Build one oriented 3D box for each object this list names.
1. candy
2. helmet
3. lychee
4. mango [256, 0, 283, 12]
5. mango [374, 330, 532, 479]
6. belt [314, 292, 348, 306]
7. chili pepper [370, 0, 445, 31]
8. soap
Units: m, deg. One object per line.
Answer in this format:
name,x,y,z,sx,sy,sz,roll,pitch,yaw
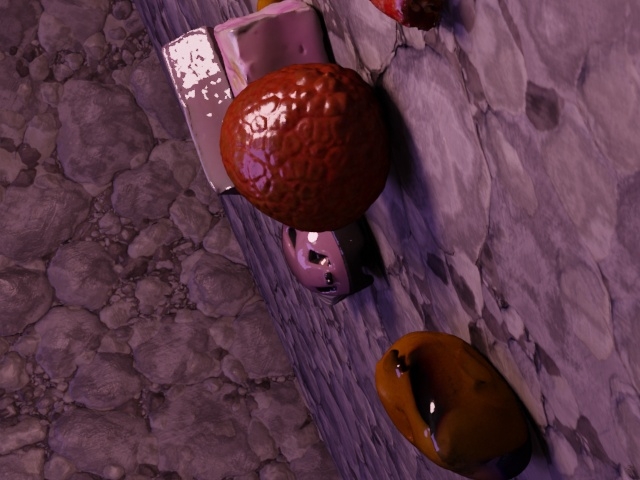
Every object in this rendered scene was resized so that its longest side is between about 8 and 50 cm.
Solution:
candy,-0.056,-0.238,1.637,0.116,0.155,0.265,-131,21,-63
helmet,0.000,0.000,1.866,0.253,0.154,0.198,47,158,50
lychee,-0.025,-0.130,1.481,0.300,0.255,0.255,-57,48,37
mango,-0.071,-0.364,1.717,0.077,0.063,0.127,75,173,-54
mango,0.178,0.230,1.436,0.287,0.152,0.201,-130,24,-56
belt,0.033,0.088,2.063,0.053,0.071,0.232,47,168,7
chili pepper,0.085,-0.282,1.129,0.073,0.070,0.123,53,179,-41
soap,-0.141,-0.222,1.860,0.296,0.107,0.285,-11,-99,-69
